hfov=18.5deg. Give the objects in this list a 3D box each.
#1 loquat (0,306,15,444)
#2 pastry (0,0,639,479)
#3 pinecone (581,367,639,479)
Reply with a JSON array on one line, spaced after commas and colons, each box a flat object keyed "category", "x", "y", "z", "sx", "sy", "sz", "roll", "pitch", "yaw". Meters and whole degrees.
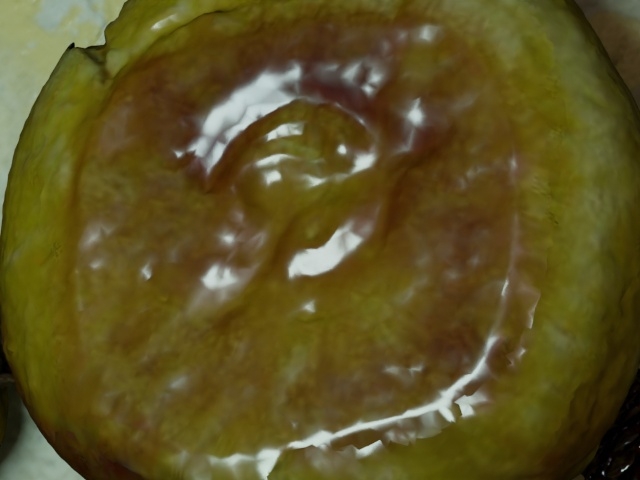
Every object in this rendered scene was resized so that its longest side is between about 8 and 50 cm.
[{"category": "loquat", "x": -0.232, "y": 0.071, "z": 1.042, "sx": 0.163, "sy": 0.137, "sz": 0.163, "roll": -8, "pitch": 59, "yaw": 14}, {"category": "pastry", "x": 0.000, "y": 0.000, "z": 0.956, "sx": 0.356, "sy": 0.164, "sz": 0.356, "roll": -9, "pitch": 68, "yaw": 22}, {"category": "pinecone", "x": 0.163, "y": 0.100, "z": 0.953, "sx": 0.083, "sy": 0.077, "sz": 0.077, "roll": 43, "pitch": 95, "yaw": -4}]
